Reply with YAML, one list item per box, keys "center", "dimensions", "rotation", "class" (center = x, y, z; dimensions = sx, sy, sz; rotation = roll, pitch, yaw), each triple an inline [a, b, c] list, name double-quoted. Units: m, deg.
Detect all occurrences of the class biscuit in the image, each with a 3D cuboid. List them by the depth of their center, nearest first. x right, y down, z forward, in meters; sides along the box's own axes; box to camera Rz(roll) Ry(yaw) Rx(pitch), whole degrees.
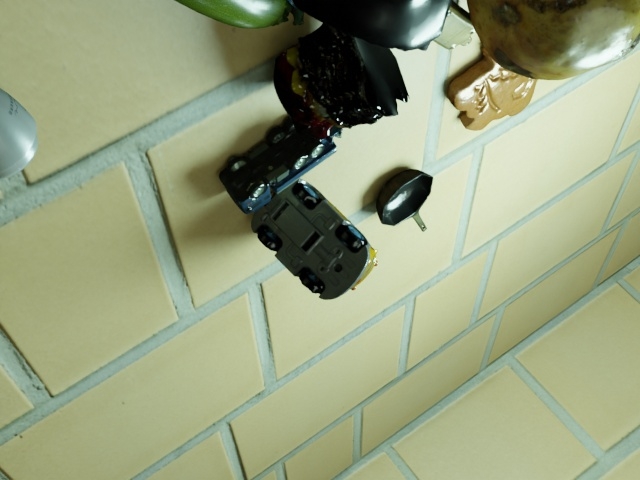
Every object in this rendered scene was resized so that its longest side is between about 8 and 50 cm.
- center: [0.364, -0.330, 1.581]
  dimensions: [0.284, 0.043, 0.306]
  rotation: [-7, 137, -48]
  class: "biscuit"

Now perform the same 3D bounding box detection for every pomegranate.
- center: [0.354, -0.378, 1.265]
  dimensions: [0.281, 0.281, 0.281]
  rotation: [-31, 151, -19]
  class: "pomegranate"

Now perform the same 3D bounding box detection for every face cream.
- center: [-0.357, -0.120, 0.913]
  dimensions: [0.091, 0.091, 0.095]
  rotation: [-37, 144, -8]
  class: "face cream"

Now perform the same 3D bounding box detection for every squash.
- center: [-0.119, -0.296, 0.970]
  dimensions: [0.087, 0.087, 0.332]
  rotation: [-51, 153, 18]
  class: "squash"

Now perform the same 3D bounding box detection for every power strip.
- center: [0.153, -0.348, 1.273]
  dimensions: [0.064, 0.044, 0.305]
  rotation: [-35, 159, 26]
  class: "power strip"

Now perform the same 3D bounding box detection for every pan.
- center: [0.158, -0.068, 1.694]
  dimensions: [0.128, 0.048, 0.202]
  rotation: [-29, 149, -20]
  class: "pan"

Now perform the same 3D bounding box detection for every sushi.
- center: [0.017, -0.220, 1.182]
  dimensions: [0.151, 0.153, 0.172]
  rotation: [-19, 180, 23]
  class: "sushi"

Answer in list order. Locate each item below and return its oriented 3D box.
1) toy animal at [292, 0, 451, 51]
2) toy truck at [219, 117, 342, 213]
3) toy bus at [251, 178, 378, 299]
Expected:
- center: [0.097, -0.388, 0.946]
  dimensions: [0.251, 0.251, 0.309]
  rotation: [-7, 133, -48]
  class: "toy animal"
- center: [-0.058, -0.125, 1.318]
  dimensions: [0.202, 0.074, 0.088]
  rotation: [-37, 161, -10]
  class: "toy truck"
- center: [0.000, 0.000, 1.430]
  dimensions: [0.126, 0.209, 0.136]
  rotation: [-49, 162, 12]
  class: "toy bus"
